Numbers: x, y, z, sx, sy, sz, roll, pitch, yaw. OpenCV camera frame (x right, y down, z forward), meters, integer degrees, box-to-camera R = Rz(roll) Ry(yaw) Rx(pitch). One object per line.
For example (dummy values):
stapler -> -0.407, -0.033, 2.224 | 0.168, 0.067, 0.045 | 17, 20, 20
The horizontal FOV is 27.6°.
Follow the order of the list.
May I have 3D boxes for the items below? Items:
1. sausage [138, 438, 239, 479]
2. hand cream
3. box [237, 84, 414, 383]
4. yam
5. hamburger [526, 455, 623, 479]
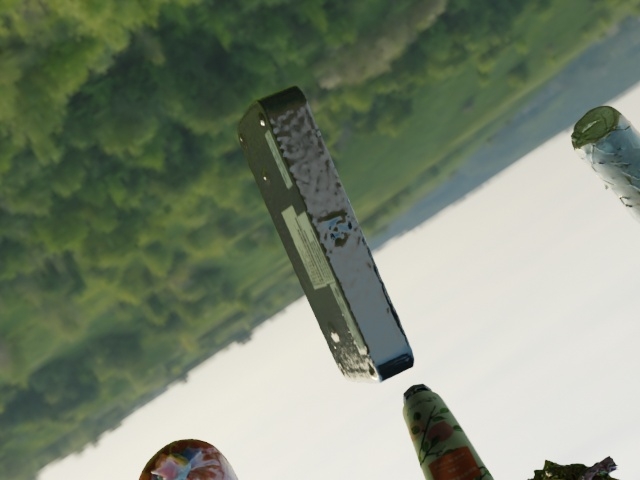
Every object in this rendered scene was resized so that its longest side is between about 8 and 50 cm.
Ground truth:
sausage -> -0.078, 0.208, 0.904 | 0.074, 0.074, 0.274 | -33, 151, -15
hand cream -> 0.138, 0.239, 1.435 | 0.080, 0.050, 0.234 | -25, -148, 0
box -> 0.000, 0.000, 1.537 | 0.058, 0.350, 0.211 | -24, 179, -14
yam -> 0.374, -0.047, 1.436 | 0.071, 0.317, 0.067 | -34, -138, 21
hamburger -> 0.241, 0.291, 1.229 | 0.093, 0.164, 0.189 | -6, 174, -38
